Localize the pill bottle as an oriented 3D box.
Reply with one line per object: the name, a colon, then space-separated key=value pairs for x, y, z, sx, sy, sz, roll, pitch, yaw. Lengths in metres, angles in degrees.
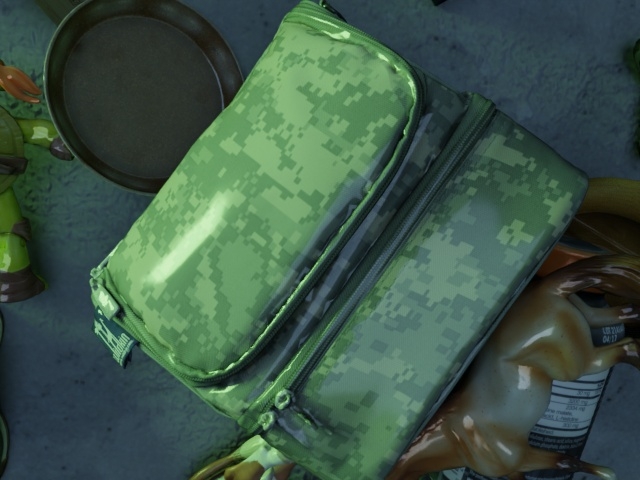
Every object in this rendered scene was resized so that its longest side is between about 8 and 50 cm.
pill bottle: x=0.185 y=0.115 z=0.454 sx=0.131 sy=0.130 sz=0.245 roll=11 pitch=103 yaw=-7

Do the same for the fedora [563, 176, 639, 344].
fedora: x=0.288 y=0.021 z=0.482 sx=0.079 sy=0.194 sz=0.194 roll=-31 pitch=101 yaw=-43

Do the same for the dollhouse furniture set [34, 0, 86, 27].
dollhouse furniture set: x=-0.249 y=-0.324 z=0.397 sx=0.262 sy=0.135 sz=0.259 roll=-21 pitch=87 yaw=-4

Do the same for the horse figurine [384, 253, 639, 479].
horse figurine: x=0.160 y=0.109 z=0.357 sx=0.175 sy=0.066 sz=0.263 roll=24 pitch=107 yaw=-3

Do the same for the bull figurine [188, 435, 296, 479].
bull figurine: x=0.014 y=0.303 z=0.474 sx=0.310 sy=0.101 sz=0.188 roll=35 pitch=107 yaw=-5

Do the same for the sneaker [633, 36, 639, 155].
sneaker: x=0.356 y=-0.115 z=0.495 sx=0.078 sy=0.067 sz=0.188 roll=-28 pitch=101 yaw=-9

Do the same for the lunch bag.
lunch bag: x=0.000 y=0.000 z=0.405 sx=0.256 sy=0.212 sz=0.305 roll=36 pitch=93 yaw=1

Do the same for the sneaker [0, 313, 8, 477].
sneaker: x=-0.327 y=0.154 z=0.440 sx=0.064 sy=0.086 sz=0.192 roll=4 pitch=96 yaw=-7

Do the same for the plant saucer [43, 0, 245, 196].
plant saucer: x=-0.143 y=-0.122 z=0.430 sx=0.168 sy=0.029 sz=0.168 roll=-5 pitch=98 yaw=-36

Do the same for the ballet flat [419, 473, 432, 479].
ballet flat: x=0.117 y=0.305 z=0.535 sx=0.057 sy=0.049 sz=0.173 roll=-25 pitch=105 yaw=-27

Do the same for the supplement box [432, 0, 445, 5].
supplement box: x=0.129 y=-0.280 z=0.458 sx=0.083 sy=0.056 sz=0.083 roll=-30 pitch=99 yaw=-2

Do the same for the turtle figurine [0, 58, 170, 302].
turtle figurine: x=-0.268 y=-0.059 z=0.415 sx=0.270 sy=0.087 sz=0.217 roll=4 pitch=106 yaw=-26
